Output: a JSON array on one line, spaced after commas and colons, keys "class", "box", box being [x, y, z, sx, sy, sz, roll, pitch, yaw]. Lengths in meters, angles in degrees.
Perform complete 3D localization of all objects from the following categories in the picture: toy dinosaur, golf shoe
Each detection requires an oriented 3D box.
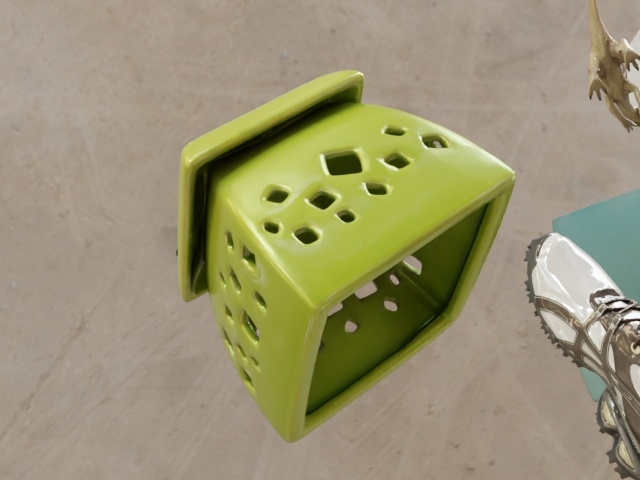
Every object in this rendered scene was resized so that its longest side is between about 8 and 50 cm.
[{"class": "toy dinosaur", "box": [0.261, -0.164, 0.849, 0.092, 0.053, 0.183, -77, 144, -61]}, {"class": "golf shoe", "box": [0.220, 0.068, 0.665, 0.077, 0.094, 0.198, -12, 65, -31]}]

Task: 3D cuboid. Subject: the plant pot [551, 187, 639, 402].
[{"class": "plant pot", "box": [0.397, 0.081, 1.128, 0.165, 0.166, 0.234, 11, 73, -26]}]

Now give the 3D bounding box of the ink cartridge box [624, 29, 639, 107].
[{"class": "ink cartridge box", "box": [0.438, -0.139, 1.013, 0.212, 0.093, 0.154, 9, 34, -34]}]

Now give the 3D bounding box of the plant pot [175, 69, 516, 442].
[{"class": "plant pot", "box": [0.000, 0.000, 0.817, 0.228, 0.227, 0.207, -33, 64, -29]}]
